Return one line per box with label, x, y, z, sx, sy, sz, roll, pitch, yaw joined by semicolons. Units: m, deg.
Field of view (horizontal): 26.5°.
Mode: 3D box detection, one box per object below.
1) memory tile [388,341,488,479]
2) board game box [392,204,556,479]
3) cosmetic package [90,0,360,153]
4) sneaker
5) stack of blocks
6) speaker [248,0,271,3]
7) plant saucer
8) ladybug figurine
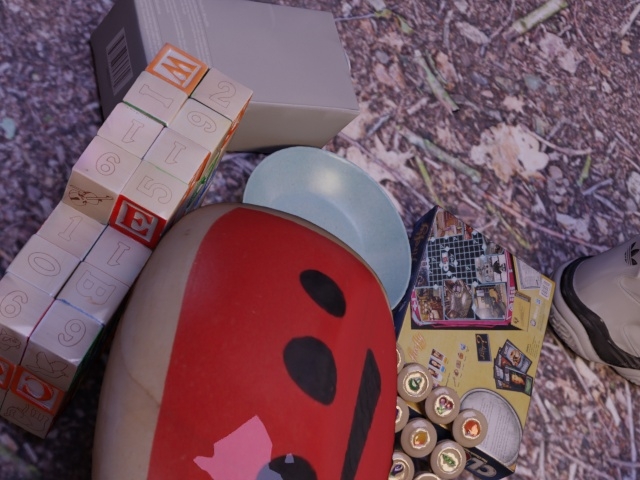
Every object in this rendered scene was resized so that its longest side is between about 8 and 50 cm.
memory tile;0.079;0.173;1.270;0.148;0.012;0.113;40;81;-15
board game box;0.145;0.101;1.380;0.165;0.042;0.243;33;50;-15
cosmetic package;-0.091;-0.162;1.331;0.238;0.107;0.127;5;61;-36
sneaker;0.444;0.088;1.483;0.366;0.210;0.137;23;53;-22
stack of blocks;-0.175;-0.004;1.121;0.087;0.171;0.297;30;50;-1
speaker;-0.112;-0.275;1.413;0.136;0.055;0.055;-2;65;-35
plant saucer;0.000;0.000;1.341;0.195;0.037;0.195;17;56;-27
ladybug figurine;-0.041;0.142;1.054;0.449;0.162;0.305;-74;150;-51
